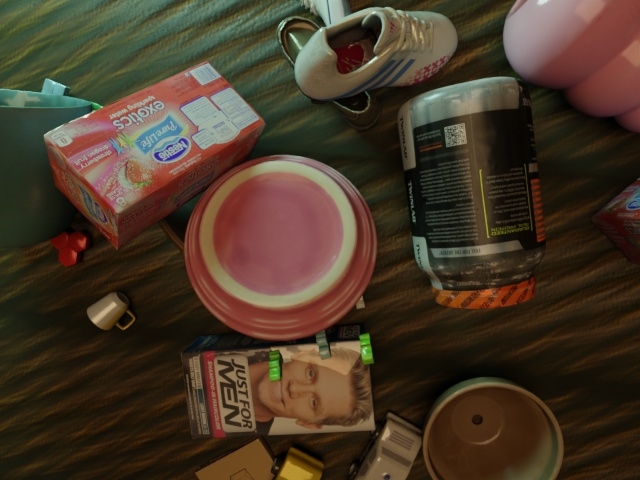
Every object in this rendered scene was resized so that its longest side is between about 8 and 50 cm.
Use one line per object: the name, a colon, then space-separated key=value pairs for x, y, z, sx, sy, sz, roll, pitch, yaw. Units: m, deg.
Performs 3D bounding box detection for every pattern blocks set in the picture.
pattern blocks set: x=-0.529 y=-0.142 z=0.862 sx=0.285 sy=0.026 sz=0.325 roll=33 pitch=97 yaw=2

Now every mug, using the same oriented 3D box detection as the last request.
mug: x=-0.423 y=0.141 z=0.870 sx=0.064 sy=0.078 sz=0.062 roll=-42 pitch=57 yaw=-1

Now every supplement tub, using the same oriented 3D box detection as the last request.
supplement tub: x=0.249 y=-0.072 z=0.701 sx=0.207 sy=0.207 sz=0.338 roll=-7 pitch=94 yaw=6

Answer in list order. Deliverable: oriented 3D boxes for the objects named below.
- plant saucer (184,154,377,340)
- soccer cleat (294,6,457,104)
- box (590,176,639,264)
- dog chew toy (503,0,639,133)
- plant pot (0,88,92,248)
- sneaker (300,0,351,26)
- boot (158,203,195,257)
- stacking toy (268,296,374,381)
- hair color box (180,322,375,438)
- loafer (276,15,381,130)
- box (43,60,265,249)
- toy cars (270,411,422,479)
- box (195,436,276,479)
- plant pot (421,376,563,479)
plant saucer: x=-0.067 y=-0.004 z=0.710 sx=0.332 sy=0.084 sz=0.332 roll=0 pitch=73 yaw=-1
soccer cleat: x=0.116 y=-0.309 z=0.674 sx=0.331 sy=0.143 sz=0.116 roll=-27 pitch=89 yaw=-21
box: x=0.564 y=-0.032 z=0.648 sx=0.128 sy=0.257 sz=0.122 roll=-42 pitch=88 yaw=8
dog chew toy: x=0.460 y=-0.295 z=0.670 sx=0.332 sy=0.206 sz=0.206 roll=36 pitch=98 yaw=-6
plant pot: x=-0.544 y=-0.124 z=0.717 sx=0.293 sy=0.293 sz=0.235 roll=8 pitch=110 yaw=5
sneaker: x=-0.009 y=-0.447 z=0.749 sx=0.091 sy=0.094 sz=0.258 roll=-18 pitch=77 yaw=16
boot: x=-0.222 y=0.047 z=0.816 sx=0.305 sy=0.112 sz=0.115 roll=45 pitch=122 yaw=6
stacking toy: x=0.001 y=0.157 z=0.746 sx=0.167 sy=0.221 sz=0.052 roll=-13 pitch=116 yaw=5
hair color box: x=-0.076 y=0.268 z=0.816 sx=0.347 sy=0.105 sz=0.174 roll=-6 pitch=95 yaw=6
loafer: x=0.018 y=-0.311 z=0.761 sx=0.251 sy=0.087 sz=0.094 roll=45 pitch=97 yaw=0
box: x=-0.257 y=-0.145 z=0.700 sx=0.154 sy=0.142 sz=0.300 roll=46 pitch=56 yaw=0
toy cars: x=0.028 y=0.477 z=0.821 sx=0.394 sy=0.087 sz=0.176 roll=-21 pitch=93 yaw=3
box: x=-0.142 y=0.529 z=0.888 sx=0.164 sy=0.021 sz=0.201 roll=-31 pitch=91 yaw=7
plant pot: x=0.302 y=0.355 z=0.784 sx=0.237 sy=0.110 sz=0.237 roll=0 pitch=95 yaw=5
